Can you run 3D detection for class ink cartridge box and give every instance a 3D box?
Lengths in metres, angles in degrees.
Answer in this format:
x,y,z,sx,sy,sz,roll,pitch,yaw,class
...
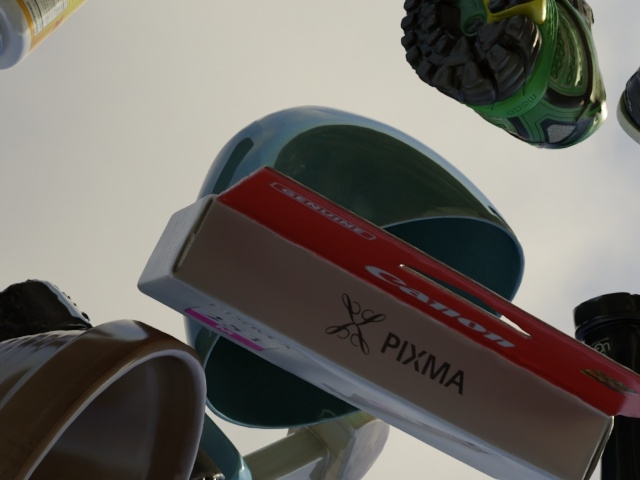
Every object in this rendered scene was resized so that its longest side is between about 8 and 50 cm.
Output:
x,y,z,sx,sy,sz,roll,pitch,yaw,class
0.044,0.061,0.858,0.275,0.239,0.060,29,-101,-11,ink cartridge box

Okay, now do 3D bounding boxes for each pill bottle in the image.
x,y,z,sx,sy,sz,roll,pitch,yaw,class
-0.307,-0.250,1.514,0.117,0.117,0.215,41,-129,-4,pill bottle

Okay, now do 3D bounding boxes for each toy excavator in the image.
x,y,z,sx,sy,sz,roll,pitch,yaw,class
-0.147,0.209,1.278,0.433,0.445,0.222,-40,-115,-12,toy excavator

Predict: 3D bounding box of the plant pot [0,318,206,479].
x,y,z,sx,sy,sz,roll,pitch,yaw,class
-0.163,0.135,0.749,0.110,0.237,0.237,24,-145,16,plant pot

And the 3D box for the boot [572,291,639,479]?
x,y,z,sx,sy,sz,roll,pitch,yaw,class
0.304,0.170,1.258,0.246,0.094,0.207,21,-125,-40,boot

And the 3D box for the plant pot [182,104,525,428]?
x,y,z,sx,sy,sz,roll,pitch,yaw,class
0.000,0.000,1.297,0.290,0.290,0.195,3,-132,-40,plant pot

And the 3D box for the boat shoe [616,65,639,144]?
x,y,z,sx,sy,sz,roll,pitch,yaw,class
0.477,-0.102,1.633,0.127,0.113,0.340,-38,-116,-25,boat shoe

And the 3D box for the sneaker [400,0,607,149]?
x,y,z,sx,sy,sz,roll,pitch,yaw,class
0.122,-0.192,1.142,0.146,0.134,0.343,39,-149,-37,sneaker
